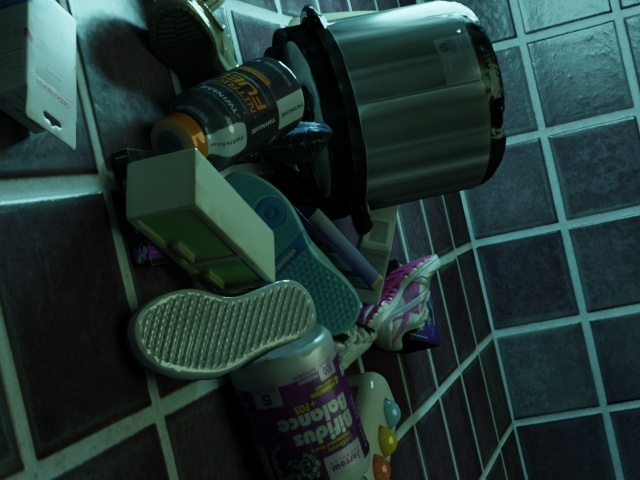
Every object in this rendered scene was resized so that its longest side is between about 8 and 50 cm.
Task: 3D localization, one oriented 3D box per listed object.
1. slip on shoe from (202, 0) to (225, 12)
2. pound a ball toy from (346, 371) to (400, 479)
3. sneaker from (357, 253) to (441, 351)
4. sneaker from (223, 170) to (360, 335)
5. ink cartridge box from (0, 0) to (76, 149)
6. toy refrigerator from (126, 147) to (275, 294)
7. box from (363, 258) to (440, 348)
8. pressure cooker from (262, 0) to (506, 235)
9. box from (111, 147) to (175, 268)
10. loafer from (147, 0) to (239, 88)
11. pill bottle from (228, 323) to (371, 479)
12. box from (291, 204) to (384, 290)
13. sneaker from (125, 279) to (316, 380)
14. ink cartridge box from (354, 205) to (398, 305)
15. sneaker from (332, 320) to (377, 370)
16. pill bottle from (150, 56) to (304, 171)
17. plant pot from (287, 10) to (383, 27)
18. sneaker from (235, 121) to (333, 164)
[{"bbox_3d":[-0.185,-0.497,1.926,0.101,0.123,0.331,59,30,-36],"label":"slip on shoe"},{"bbox_3d":[0.055,0.346,2.037,0.319,0.136,0.208,-72,145,-59],"label":"pound a ball toy"},{"bbox_3d":[0.178,0.134,2.429,0.111,0.103,0.252,47,69,-12],"label":"sneaker"},{"bbox_3d":[-0.071,0.017,1.944,0.319,0.127,0.208,54,-4,-10],"label":"sneaker"},{"bbox_3d":[-0.334,-0.196,1.337,0.104,0.062,0.181,42,38,-60],"label":"ink cartridge box"},{"bbox_3d":[-0.159,-0.016,1.592,0.269,0.102,0.094,50,32,-59],"label":"toy refrigerator"},{"bbox_3d":[0.180,0.152,2.612,0.261,0.103,0.184,21,55,-69],"label":"box"},{"bbox_3d":[0.090,-0.243,2.140,0.370,0.420,0.375,-119,-160,-52],"label":"pressure cooker"},{"bbox_3d":[-0.235,-0.045,1.592,0.116,0.029,0.162,-5,84,-73],"label":"box"},{"bbox_3d":[-0.196,-0.312,1.794,0.268,0.102,0.092,61,20,-64],"label":"loafer"},{"bbox_3d":[-0.020,0.294,1.776,0.169,0.169,0.301,-52,125,-68],"label":"pill bottle"},{"bbox_3d":[0.000,0.000,2.027,0.225,0.136,0.036,45,72,-25],"label":"box"},{"bbox_3d":[-0.154,0.132,1.593,0.321,0.127,0.126,-5,76,-47],"label":"sneaker"},{"bbox_3d":[0.098,0.033,2.300,0.296,0.066,0.261,-76,178,-55],"label":"ink cartridge box"},{"bbox_3d":[0.017,0.195,2.081,0.118,0.110,0.292,-66,164,10],"label":"sneaker"},{"bbox_3d":[-0.143,-0.180,1.732,0.246,0.130,0.130,-36,114,-47],"label":"pill bottle"},{"bbox_3d":[0.102,-0.385,2.455,0.256,0.274,0.256,-13,90,-72],"label":"plant pot"},{"bbox_3d":[-0.083,-0.181,1.904,0.083,0.221,0.087,119,-38,-49],"label":"sneaker"}]
